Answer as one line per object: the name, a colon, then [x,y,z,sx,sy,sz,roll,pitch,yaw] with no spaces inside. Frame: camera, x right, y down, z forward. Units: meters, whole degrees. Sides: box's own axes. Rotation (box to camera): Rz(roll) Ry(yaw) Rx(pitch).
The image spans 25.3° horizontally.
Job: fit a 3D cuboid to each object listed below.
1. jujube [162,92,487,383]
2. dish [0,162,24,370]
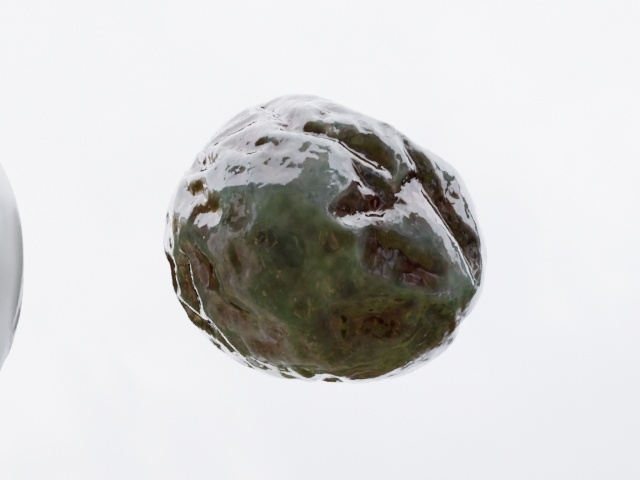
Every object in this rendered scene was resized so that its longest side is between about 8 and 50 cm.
jujube: [-0.002,0.009,1.128,0.246,0.215,0.308,34,-6,-4]
dish: [-0.258,0.055,0.782,0.273,0.273,0.134,8,-21,29]
